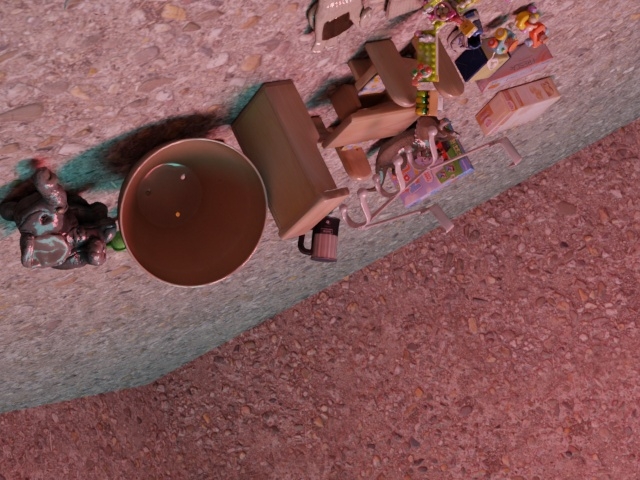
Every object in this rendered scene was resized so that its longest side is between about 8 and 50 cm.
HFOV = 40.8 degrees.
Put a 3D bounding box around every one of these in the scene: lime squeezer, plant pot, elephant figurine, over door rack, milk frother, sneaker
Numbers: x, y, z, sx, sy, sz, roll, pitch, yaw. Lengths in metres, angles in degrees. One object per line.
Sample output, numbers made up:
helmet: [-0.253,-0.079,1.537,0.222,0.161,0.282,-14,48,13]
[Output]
lime squeezer: [-0.438,-0.016,1.870,0.110,0.059,0.310,13,147,-35]
plant pot: [-0.269,-0.070,1.670,0.284,0.284,0.191,-21,-158,-21]
elephant figurine: [-0.509,-0.034,1.586,0.169,0.186,0.239,17,176,29]
over door rack: [0.200,-0.126,1.703,0.239,0.108,0.324,-42,-158,-24]
milk frother: [0.000,0.000,2.690,0.129,0.135,0.143,4,170,13]
sneaker: [0.298,-0.409,1.752,0.052,0.058,0.135,-23,168,-8]

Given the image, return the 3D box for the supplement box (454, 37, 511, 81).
supplement box: [0.360,-0.402,1.909,0.083,0.056,0.083,-17,165,-33]

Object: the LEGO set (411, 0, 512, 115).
LEGO set: [0.217,-0.363,1.535,0.287,0.132,0.107,-56,168,17]

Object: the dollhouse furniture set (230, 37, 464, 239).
dollhouse furniture set: [0.062,-0.190,1.735,0.394,0.257,0.362,-16,165,-37]

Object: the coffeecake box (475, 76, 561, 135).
coffeecake box: [0.544,-0.370,2.377,0.185,0.068,0.142,-19,167,-26]

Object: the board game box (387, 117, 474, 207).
board game box: [0.288,-0.208,2.330,0.211,0.160,0.039,-31,166,24]

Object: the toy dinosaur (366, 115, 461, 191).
toy dinosaur: [0.218,-0.241,2.243,0.313,0.121,0.160,-25,157,22]

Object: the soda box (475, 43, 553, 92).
soda box: [0.452,-0.413,2.026,0.183,0.063,0.058,-23,167,-14]

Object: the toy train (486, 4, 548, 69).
toy train: [0.431,-0.426,1.834,0.166,0.046,0.125,-34,145,-14]

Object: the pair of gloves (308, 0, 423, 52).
pair of gloves: [0.095,-0.402,1.423,0.240,0.042,0.204,-23,168,-15]

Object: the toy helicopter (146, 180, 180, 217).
toy helicopter: [-0.275,-0.068,1.904,0.234,0.140,0.355,-21,156,9]
